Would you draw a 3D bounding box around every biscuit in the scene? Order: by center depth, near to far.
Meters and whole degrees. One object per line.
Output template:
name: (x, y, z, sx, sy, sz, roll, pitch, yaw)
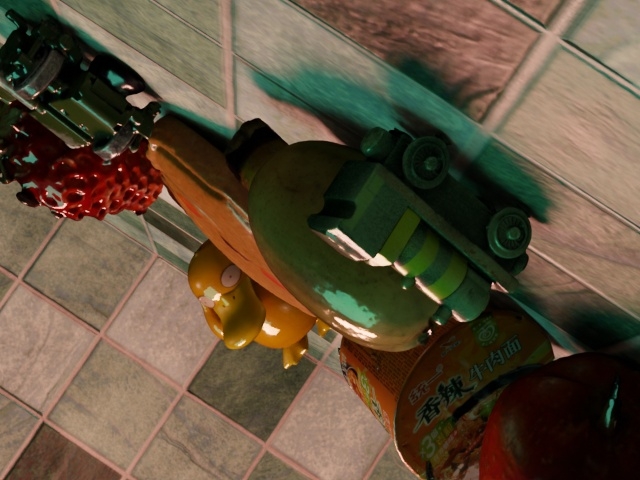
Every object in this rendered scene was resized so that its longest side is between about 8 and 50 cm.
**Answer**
biscuit: (-0.098, -0.016, 1.940, 0.350, 0.078, 0.455, 38, 171, 7)

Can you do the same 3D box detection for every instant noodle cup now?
instant noodle cup: (0.140, 0.155, 1.722, 0.230, 0.230, 0.182, 41, 176, -38)

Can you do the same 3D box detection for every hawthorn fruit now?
hawthorn fruit: (0.298, 0.221, 1.529, 0.254, 0.254, 0.300, 30, 143, 23)

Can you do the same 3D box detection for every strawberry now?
strawberry: (-0.334, -0.136, 2.031, 0.280, 0.150, 0.253, 30, -155, -18)

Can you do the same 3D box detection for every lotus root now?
lotus root: (0.015, -0.018, 1.401, 0.310, 0.183, 0.183, 39, 173, 22)

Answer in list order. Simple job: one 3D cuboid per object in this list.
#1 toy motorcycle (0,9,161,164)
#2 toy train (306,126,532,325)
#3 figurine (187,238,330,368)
toy motorcycle: (-0.333, -0.193, 1.844, 0.205, 0.127, 0.275, 37, 163, -27)
toy train: (0.095, -0.009, 1.252, 0.200, 0.132, 0.083, 38, 168, -23)
figurine: (-0.099, 0.090, 2.313, 0.228, 0.215, 0.215, 10, -170, -44)
